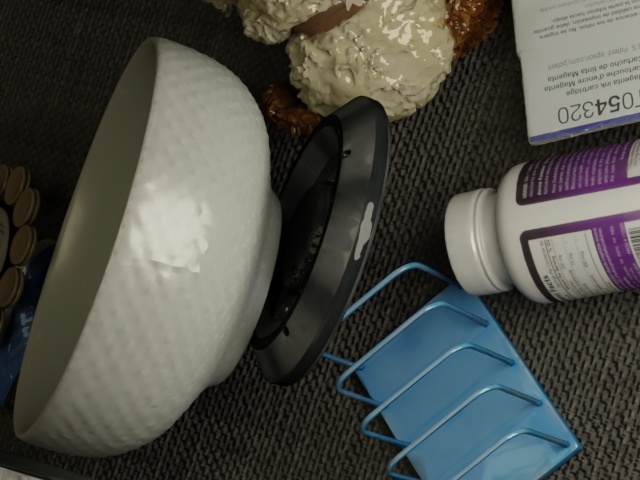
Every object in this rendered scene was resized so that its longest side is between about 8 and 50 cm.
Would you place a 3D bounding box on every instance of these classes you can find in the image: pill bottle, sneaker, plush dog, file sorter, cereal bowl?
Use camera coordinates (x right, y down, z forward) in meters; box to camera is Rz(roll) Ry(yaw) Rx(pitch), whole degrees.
[{"bbox_3d":[0.195,-0.012,1.381,0.193,0.108,0.108,-10,72,27],"label":"pill bottle"},{"bbox_3d":[-0.239,0.079,1.639,0.085,0.058,0.152,22,85,30],"label":"sneaker"},{"bbox_3d":[0.019,-0.199,1.494,0.262,0.210,0.225,-31,99,20],"label":"plush dog"},{"bbox_3d":[0.088,0.117,1.411,0.118,0.104,0.170,-40,60,14],"label":"file sorter"},{"bbox_3d":[-0.123,0.017,1.482,0.339,0.141,0.339,-162,90,-75],"label":"cereal bowl"}]

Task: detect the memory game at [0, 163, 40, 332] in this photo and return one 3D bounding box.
[{"bbox_3d":[-0.297,0.019,1.672,0.186,0.012,0.186,-34,46,44],"label":"memory game"}]

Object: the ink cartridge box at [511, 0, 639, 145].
[{"bbox_3d":[0.297,-0.251,1.411,0.324,0.071,0.330,-11,75,27],"label":"ink cartridge box"}]

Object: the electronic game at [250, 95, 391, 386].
[{"bbox_3d":[0.000,0.000,1.427,0.229,0.048,0.229,-162,90,-75],"label":"electronic game"}]

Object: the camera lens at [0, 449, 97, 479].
[{"bbox_3d":[-0.275,0.311,1.501,0.219,0.219,0.274,13,84,32],"label":"camera lens"}]
